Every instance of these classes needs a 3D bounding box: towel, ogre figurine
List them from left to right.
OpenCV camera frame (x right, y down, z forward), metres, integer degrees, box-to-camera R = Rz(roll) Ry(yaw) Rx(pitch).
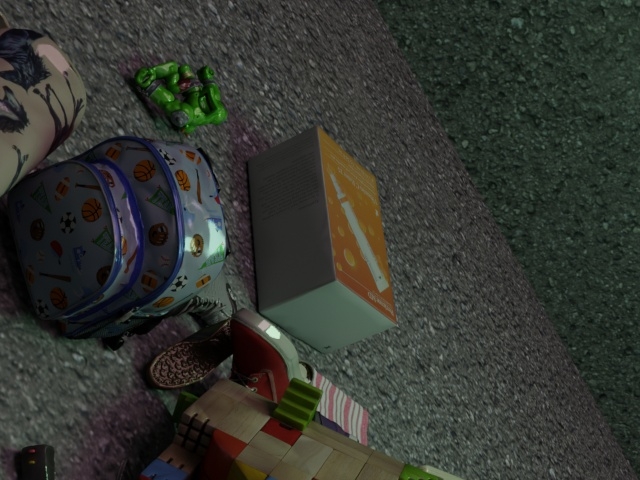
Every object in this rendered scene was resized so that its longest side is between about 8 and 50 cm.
[{"bbox_3d":[-0.230,-0.249,1.927,0.118,0.097,0.197,59,11,12],"label":"ogre figurine"},{"bbox_3d":[0.032,0.325,2.014,0.197,0.029,0.144,44,32,-40],"label":"towel"}]

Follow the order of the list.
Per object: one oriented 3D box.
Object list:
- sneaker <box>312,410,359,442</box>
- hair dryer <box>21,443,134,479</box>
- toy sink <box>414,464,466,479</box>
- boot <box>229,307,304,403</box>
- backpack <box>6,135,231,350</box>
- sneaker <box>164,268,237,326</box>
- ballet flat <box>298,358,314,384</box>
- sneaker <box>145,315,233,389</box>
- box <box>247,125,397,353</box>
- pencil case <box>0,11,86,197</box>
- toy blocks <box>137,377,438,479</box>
[{"bbox_3d":[-0.040,0.374,1.776,0.124,0.107,0.283,41,28,-6],"label":"sneaker"},{"bbox_3d":[-0.250,0.381,1.323,0.223,0.080,0.293,30,41,-51],"label":"hair dryer"},{"bbox_3d":[0.191,0.508,2.022,0.234,0.153,0.131,34,40,-51],"label":"toy sink"},{"bbox_3d":[-0.114,0.219,1.623,0.176,0.088,0.244,-48,147,-21],"label":"boot"},{"bbox_3d":[-0.259,-0.015,1.451,0.213,0.263,0.276,-7,76,-65],"label":"backpack"},{"bbox_3d":[-0.182,0.099,1.722,0.132,0.086,0.228,62,23,-13],"label":"sneaker"},{"bbox_3d":[-0.075,0.229,1.837,0.213,0.068,0.072,-6,73,-64],"label":"ballet flat"},{"bbox_3d":[-0.186,0.174,1.662,0.192,0.086,0.064,-29,88,-35],"label":"sneaker"},{"bbox_3d":[0.000,0.000,2.075,0.215,0.168,0.345,38,37,-47],"label":"box"},{"bbox_3d":[-0.434,-0.123,1.323,0.183,0.160,0.410,49,28,-13],"label":"pencil case"},{"bbox_3d":[-0.063,0.320,1.447,0.381,0.190,0.261,24,18,10],"label":"toy blocks"}]
